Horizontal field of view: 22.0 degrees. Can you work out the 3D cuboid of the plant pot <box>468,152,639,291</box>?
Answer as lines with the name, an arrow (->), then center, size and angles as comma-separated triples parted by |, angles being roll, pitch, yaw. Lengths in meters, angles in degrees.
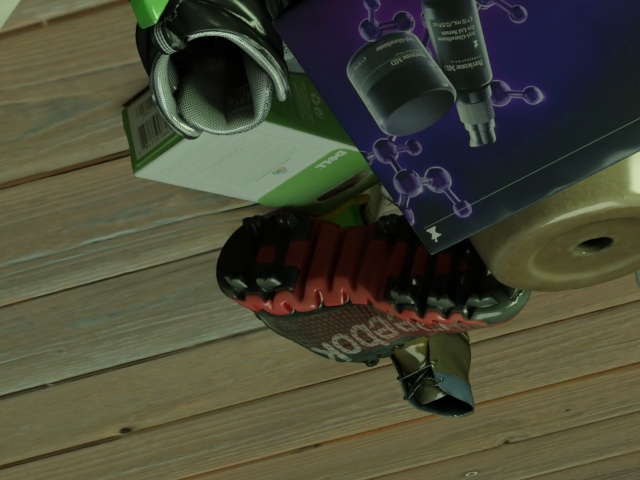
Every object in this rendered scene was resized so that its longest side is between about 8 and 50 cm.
plant pot -> 0.165, -0.095, 1.183 | 0.263, 0.229, 0.263 | -10, 155, -5

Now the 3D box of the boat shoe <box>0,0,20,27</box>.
boat shoe -> -0.232, -0.196, 0.917 | 0.340, 0.127, 0.158 | -38, 141, 29

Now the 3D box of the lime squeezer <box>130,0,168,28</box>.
lime squeezer -> -0.017, -0.225, 0.964 | 0.059, 0.110, 0.310 | -35, 179, 44

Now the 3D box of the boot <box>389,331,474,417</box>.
boot -> 0.111, 0.124, 1.785 | 0.082, 0.106, 0.219 | -25, 154, 25

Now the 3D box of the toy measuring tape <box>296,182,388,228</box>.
toy measuring tape -> 0.000, 0.000, 1.469 | 0.121, 0.121, 0.330 | -8, 146, -10

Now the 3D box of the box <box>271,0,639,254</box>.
box -> 0.132, -0.134, 0.987 | 0.261, 0.184, 0.103 | -29, -164, 31

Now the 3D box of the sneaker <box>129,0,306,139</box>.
sneaker -> -0.053, -0.129, 1.087 | 0.101, 0.153, 0.268 | -22, 155, 21

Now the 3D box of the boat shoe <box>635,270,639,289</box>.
boat shoe -> 0.501, -0.019, 1.661 | 0.367, 0.136, 0.156 | -31, 155, 16

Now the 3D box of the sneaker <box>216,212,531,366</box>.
sneaker -> 0.055, 0.043, 1.354 | 0.276, 0.097, 0.135 | 1, 146, 30

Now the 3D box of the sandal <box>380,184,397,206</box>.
sandal -> 0.121, -0.029, 1.406 | 0.102, 0.076, 0.265 | -38, 167, 16

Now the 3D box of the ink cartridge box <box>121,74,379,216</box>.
ink cartridge box -> -0.042, -0.082, 1.308 | 0.209, 0.062, 0.109 | 12, 146, -44
